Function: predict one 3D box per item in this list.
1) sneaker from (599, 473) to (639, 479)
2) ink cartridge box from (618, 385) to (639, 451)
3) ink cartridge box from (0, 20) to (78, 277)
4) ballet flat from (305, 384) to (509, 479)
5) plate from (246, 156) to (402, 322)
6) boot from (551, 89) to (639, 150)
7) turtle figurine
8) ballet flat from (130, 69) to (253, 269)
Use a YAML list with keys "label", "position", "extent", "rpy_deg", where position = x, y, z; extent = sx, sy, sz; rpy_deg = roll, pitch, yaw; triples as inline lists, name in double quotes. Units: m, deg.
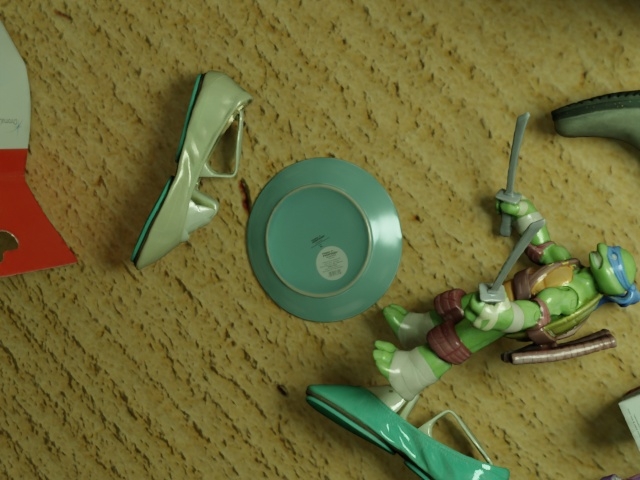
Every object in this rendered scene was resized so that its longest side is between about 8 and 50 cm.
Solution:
- label: "sneaker"
  position: [0.328, 0.272, 1.332]
  extent: [0.104, 0.095, 0.236]
  rpy_deg: [45, 108, 20]
- label: "ink cartridge box"
  position: [0.375, 0.156, 1.299]
  extent: [0.135, 0.099, 0.056]
  rpy_deg: [-26, 83, 19]
- label: "ink cartridge box"
  position: [-0.420, -0.142, 1.463]
  extent: [0.091, 0.308, 0.385]
  rpy_deg: [-35, 82, 20]
- label: "ballet flat"
  position: [0.102, 0.210, 1.424]
  extent: [0.247, 0.083, 0.087]
  rpy_deg: [34, 80, 15]
- label: "plate"
  position: [0.000, 0.000, 1.468]
  extent: [0.188, 0.024, 0.188]
  rpy_deg: [1, 93, 20]
- label: "boot"
  position: [0.356, -0.072, 1.307]
  extent: [0.246, 0.083, 0.161]
  rpy_deg: [-1, 99, 22]
- label: "turtle figurine"
  position: [0.162, 0.028, 1.324]
  extent: [0.266, 0.274, 0.198]
  rpy_deg: [-32, 48, 23]
- label: "ballet flat"
  position: [-0.142, -0.070, 1.492]
  extent: [0.086, 0.086, 0.249]
  rpy_deg: [25, 100, 17]
